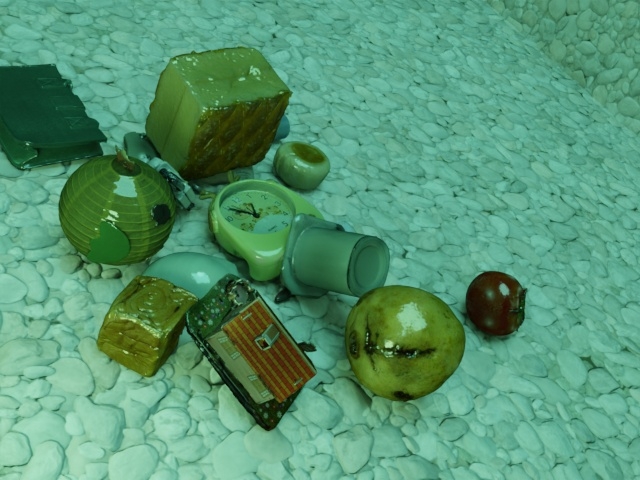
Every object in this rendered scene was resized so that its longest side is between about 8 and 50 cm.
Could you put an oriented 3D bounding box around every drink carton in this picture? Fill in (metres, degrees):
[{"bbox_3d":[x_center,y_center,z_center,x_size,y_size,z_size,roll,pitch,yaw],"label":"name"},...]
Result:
[{"bbox_3d":[0.046,0.052,1.858,0.190,0.190,0.185,10,-5,40],"label":"drink carton"}]

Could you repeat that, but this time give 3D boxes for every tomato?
[{"bbox_3d":[0.439,0.155,2.056,0.167,0.167,0.167,15,40,-13],"label":"tomato"}]

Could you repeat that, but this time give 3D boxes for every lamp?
[{"bbox_3d":[-0.428,-0.086,1.741,0.250,0.284,0.250,12,38,-9],"label":"lamp"}]

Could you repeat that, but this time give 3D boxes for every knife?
[{"bbox_3d":[-0.027,0.098,1.962,0.035,0.018,0.247,39,39,20],"label":"knife"}]

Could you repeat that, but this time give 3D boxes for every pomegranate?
[{"bbox_3d":[0.173,0.217,1.751,0.261,0.260,0.260,15,40,-13],"label":"pomegranate"}]

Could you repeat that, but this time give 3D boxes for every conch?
[{"bbox_3d":[-0.280,0.084,1.779,0.221,0.120,0.185,11,11,-11],"label":"conch"}]

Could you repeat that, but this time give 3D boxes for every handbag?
[{"bbox_3d":[-0.693,-0.312,2.007,0.239,0.089,0.326,-13,51,-39],"label":"handbag"}]

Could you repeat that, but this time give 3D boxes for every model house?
[{"bbox_3d":[-0.098,0.195,1.612,0.293,0.154,0.207,54,40,-10],"label":"model house"}]

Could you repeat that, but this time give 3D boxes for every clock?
[{"bbox_3d":[-0.159,-0.054,1.974,0.308,0.096,0.235,39,51,24],"label":"clock"}]

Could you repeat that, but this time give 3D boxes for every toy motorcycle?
[{"bbox_3d":[-0.362,-0.136,1.909,0.151,0.228,0.074,35,80,6],"label":"toy motorcycle"}]

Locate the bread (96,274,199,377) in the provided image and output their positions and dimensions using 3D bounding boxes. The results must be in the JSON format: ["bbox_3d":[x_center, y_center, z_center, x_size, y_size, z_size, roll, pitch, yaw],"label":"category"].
[{"bbox_3d":[-0.344,0.165,1.616,0.149,0.143,0.158,25,35,-1],"label":"bread"}]

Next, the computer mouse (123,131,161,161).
[{"bbox_3d":[-0.449,-0.227,2.070,0.089,0.056,0.181,8,41,-28],"label":"computer mouse"}]

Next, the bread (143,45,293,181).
[{"bbox_3d":[-0.254,-0.315,2.013,0.279,0.279,0.207,-21,64,-35],"label":"bread"}]

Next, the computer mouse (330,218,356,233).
[{"bbox_3d":[-0.001,0.001,2.058,0.199,0.044,0.102,-17,53,-31],"label":"computer mouse"}]

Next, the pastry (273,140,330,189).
[{"bbox_3d":[-0.051,-0.208,2.238,0.157,0.092,0.156,17,41,-15],"label":"pastry"}]

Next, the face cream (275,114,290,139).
[{"bbox_3d":[-0.205,-0.307,2.274,0.250,0.077,0.077,-13,53,-38],"label":"face cream"}]

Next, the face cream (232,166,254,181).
[{"bbox_3d":[-0.211,-0.181,2.149,0.072,0.051,0.182,5,42,-21],"label":"face cream"}]
